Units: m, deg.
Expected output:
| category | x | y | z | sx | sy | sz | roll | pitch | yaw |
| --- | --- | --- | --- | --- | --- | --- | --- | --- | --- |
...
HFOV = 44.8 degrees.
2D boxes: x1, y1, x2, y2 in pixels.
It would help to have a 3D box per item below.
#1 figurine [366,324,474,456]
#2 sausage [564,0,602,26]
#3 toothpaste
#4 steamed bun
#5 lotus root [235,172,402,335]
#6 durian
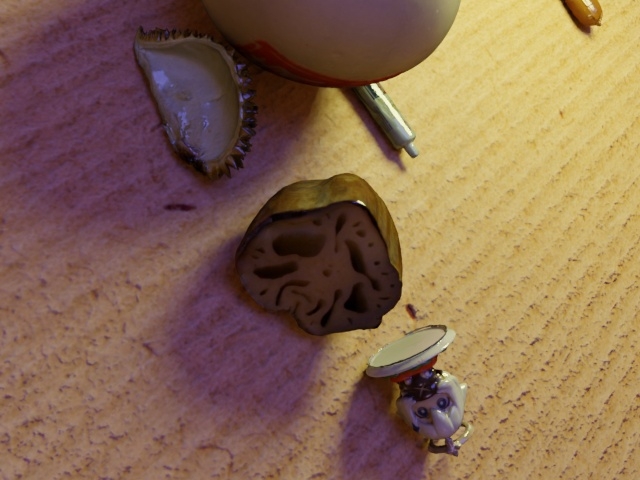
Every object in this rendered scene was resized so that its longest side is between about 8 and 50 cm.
| category | x | y | z | sx | sy | sz | roll | pitch | yaw |
| --- | --- | --- | --- | --- | --- | --- | --- | --- | --- |
| figurine | 0.146 | 0.203 | 1.021 | 0.132 | 0.132 | 0.154 | -30 | 97 | -37 |
| sausage | 0.529 | -0.517 | 1.611 | 0.183 | 0.054 | 0.062 | 61 | 21 | 9 |
| toothpaste | 0.085 | -0.226 | 1.224 | 0.060 | 0.038 | 0.233 | -28 | 81 | -40 |
| steamed bun | 0.002 | -0.335 | 1.059 | 0.374 | 0.374 | 0.241 | 5 | 107 | -29 |
| lotus root | 0.000 | 0.001 | 1.011 | 0.180 | 0.199 | 0.188 | -90 | 164 | -58 |
| durian | -0.154 | -0.196 | 1.045 | 0.139 | 0.144 | 0.252 | -21 | 86 | 2 |
